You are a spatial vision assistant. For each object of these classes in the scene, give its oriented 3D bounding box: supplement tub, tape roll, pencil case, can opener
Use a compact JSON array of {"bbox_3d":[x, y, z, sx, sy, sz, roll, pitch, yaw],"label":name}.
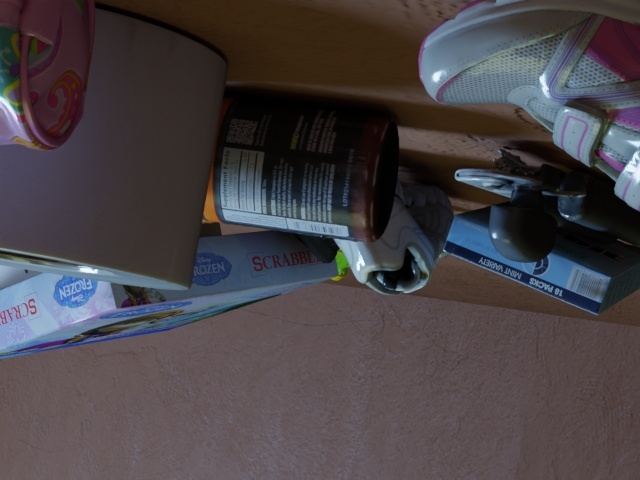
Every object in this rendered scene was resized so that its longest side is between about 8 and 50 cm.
[{"bbox_3d":[-0.041,-0.061,1.143,0.198,0.106,0.106,9,175,12],"label":"supplement tub"},{"bbox_3d":[-0.199,-0.066,1.014,0.246,0.169,0.246,9,174,1],"label":"tape roll"},{"bbox_3d":[-0.273,-0.124,0.808,0.284,0.124,0.124,10,175,9],"label":"pencil case"},{"bbox_3d":[0.210,-0.022,1.251,0.074,0.093,0.280,7,179,37],"label":"can opener"}]

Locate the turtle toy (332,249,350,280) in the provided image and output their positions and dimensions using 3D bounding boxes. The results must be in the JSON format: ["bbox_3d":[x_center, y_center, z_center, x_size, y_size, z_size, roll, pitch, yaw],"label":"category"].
[{"bbox_3d":[0.000,0.000,1.893,0.130,0.066,0.095,14,150,-17],"label":"turtle toy"}]

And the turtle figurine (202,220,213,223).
[{"bbox_3d":[-0.169,-0.063,1.327,0.217,0.087,0.269,25,-177,-33],"label":"turtle figurine"}]

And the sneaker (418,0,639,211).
[{"bbox_3d":[0.169,-0.065,0.717,0.252,0.111,0.103,7,174,20],"label":"sneaker"}]

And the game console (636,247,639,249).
[{"bbox_3d":[0.332,0.010,1.741,0.122,0.071,0.107,11,144,-24],"label":"game console"}]

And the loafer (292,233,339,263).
[{"bbox_3d":[-0.017,-0.051,1.448,0.080,0.078,0.220,43,178,24],"label":"loafer"}]

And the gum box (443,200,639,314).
[{"bbox_3d":[0.223,0.011,1.363,0.157,0.041,0.184,23,-166,21],"label":"gum box"}]

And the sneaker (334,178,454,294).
[{"bbox_3d":[0.074,0.003,1.405,0.110,0.118,0.292,-29,163,17],"label":"sneaker"}]

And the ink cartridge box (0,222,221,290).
[{"bbox_3d":[-0.258,-0.006,1.640,0.237,0.100,0.172,-14,174,22],"label":"ink cartridge box"}]

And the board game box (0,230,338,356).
[{"bbox_3d":[-0.200,0.060,1.572,0.319,0.066,0.318,-7,171,-45],"label":"board game box"}]
